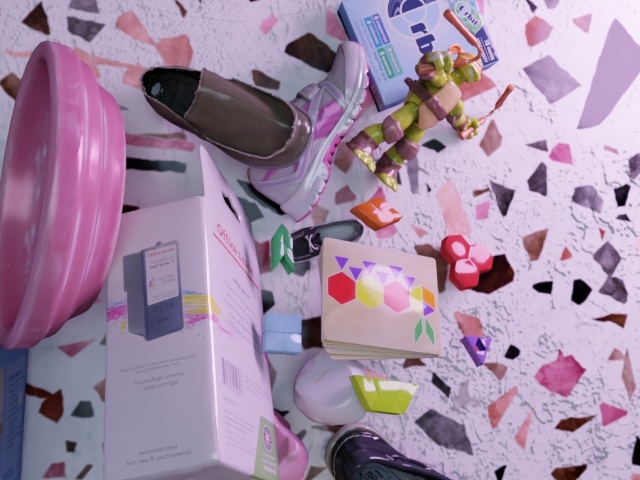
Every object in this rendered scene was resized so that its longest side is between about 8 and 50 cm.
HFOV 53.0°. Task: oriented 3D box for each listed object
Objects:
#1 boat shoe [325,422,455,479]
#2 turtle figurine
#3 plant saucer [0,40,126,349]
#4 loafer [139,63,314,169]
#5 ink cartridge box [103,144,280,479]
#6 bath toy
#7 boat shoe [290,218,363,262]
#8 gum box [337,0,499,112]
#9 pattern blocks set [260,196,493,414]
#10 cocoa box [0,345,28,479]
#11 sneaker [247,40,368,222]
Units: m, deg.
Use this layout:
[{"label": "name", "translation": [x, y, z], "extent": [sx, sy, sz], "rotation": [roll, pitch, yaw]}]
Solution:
[{"label": "boat shoe", "translation": [0.153, 0.377, 0.850], "extent": [0.127, 0.113, 0.340], "rotation": [-45, 94, -8]}, {"label": "turtle figurine", "translation": [0.133, -0.177, 0.835], "extent": [0.217, 0.269, 0.087], "rotation": [-44, 65, 9]}, {"label": "plant saucer", "translation": [-0.295, -0.046, 0.714], "extent": [0.084, 0.332, 0.333], "rotation": [8, 87, -33]}, {"label": "loafer", "translation": [-0.125, -0.156, 0.791], "extent": [0.251, 0.087, 0.095], "rotation": [20, 92, 24]}, {"label": "ink cartridge box", "translation": [-0.144, 0.094, 0.731], "extent": [0.119, 0.207, 0.354], "rotation": [-12, 62, 7]}, {"label": "bath toy", "translation": [-0.080, 0.277, 0.818], "extent": [0.348, 0.129, 0.151], "rotation": [-40, 58, -12]}, {"label": "boat shoe", "translation": [0.000, 0.000, 0.879], "extent": [0.125, 0.038, 0.046], "rotation": [-14, 90, -9]}, {"label": "gum box", "translation": [0.139, -0.289, 0.908], "extent": [0.184, 0.041, 0.157], "rotation": [-23, 91, -9]}, {"label": "pattern blocks set", "translation": [0.081, 0.079, 0.828], "extent": [0.324, 0.026, 0.286], "rotation": [19, 61, -17]}, {"label": "cocoa box", "translation": [-0.465, 0.214, 0.649], "extent": [0.227, 0.347, 0.232], "rotation": [4, 90, -8]}, {"label": "sneaker", "translation": [-0.018, -0.157, 0.850], "extent": [0.111, 0.103, 0.253], "rotation": [25, 84, -8]}]
